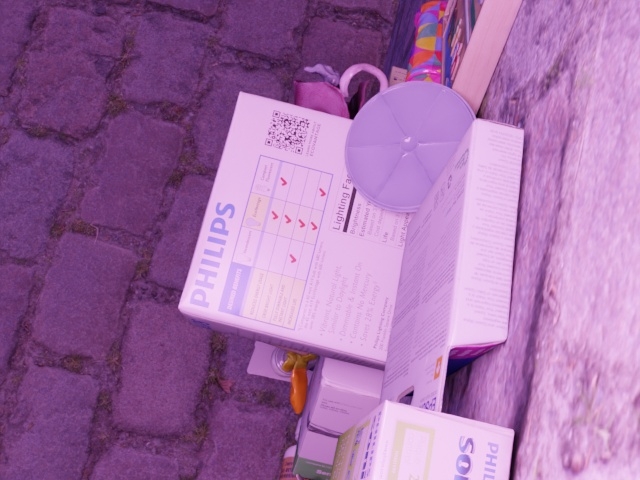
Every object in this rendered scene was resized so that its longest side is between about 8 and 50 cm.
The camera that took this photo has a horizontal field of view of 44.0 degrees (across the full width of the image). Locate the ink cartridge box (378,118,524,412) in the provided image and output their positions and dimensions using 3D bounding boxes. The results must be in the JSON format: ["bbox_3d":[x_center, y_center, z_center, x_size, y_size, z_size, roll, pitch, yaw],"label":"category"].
[{"bbox_3d":[0.145,0.077,0.934,0.324,0.071,0.330,111,169,-69],"label":"ink cartridge box"}]

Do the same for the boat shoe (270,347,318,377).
[{"bbox_3d":[-0.001,0.205,1.616,0.227,0.079,0.081,-23,-11,-37],"label":"boat shoe"}]

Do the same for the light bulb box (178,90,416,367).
[{"bbox_3d":[0.000,0.000,1.267,0.225,0.360,0.358,115,170,-77],"label":"light bulb box"}]

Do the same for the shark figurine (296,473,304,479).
[{"bbox_3d":[0.016,0.487,1.294,0.278,0.116,0.166,-61,-47,-67],"label":"shark figurine"}]

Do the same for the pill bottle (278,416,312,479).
[{"bbox_3d":[-0.019,0.489,1.637,0.131,0.131,0.229,108,176,-60],"label":"pill bottle"}]

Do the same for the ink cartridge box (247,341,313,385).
[{"bbox_3d":[-0.035,0.232,2.037,0.119,0.207,0.354,78,-154,-51],"label":"ink cartridge box"}]

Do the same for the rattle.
[{"bbox_3d":[-0.109,0.222,1.508,0.130,0.199,0.143,-78,4,-81],"label":"rattle"}]

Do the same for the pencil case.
[{"bbox_3d":[0.217,-0.359,1.531,0.104,0.104,0.236,107,178,-54],"label":"pencil case"}]

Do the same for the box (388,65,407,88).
[{"bbox_3d":[0.159,-0.182,1.598,0.214,0.117,0.243,108,176,-58],"label":"box"}]

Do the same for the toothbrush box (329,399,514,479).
[{"bbox_3d":[0.071,0.285,0.755,0.283,0.122,0.206,114,170,-69],"label":"toothbrush box"}]

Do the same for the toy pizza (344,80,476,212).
[{"bbox_3d":[0.133,-0.135,1.153,0.032,0.201,0.201,35,-113,-65],"label":"toy pizza"}]

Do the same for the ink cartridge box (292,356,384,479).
[{"bbox_3d":[0.043,0.284,1.471,0.211,0.121,0.289,-77,2,-47],"label":"ink cartridge box"}]

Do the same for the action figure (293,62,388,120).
[{"bbox_3d":[0.031,-0.144,1.563,0.275,0.248,0.370,3,91,45],"label":"action figure"}]

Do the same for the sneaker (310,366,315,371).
[{"bbox_3d":[0.018,0.195,1.796,0.083,0.098,0.224,104,177,-72],"label":"sneaker"}]

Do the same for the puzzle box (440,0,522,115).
[{"bbox_3d":[0.257,-0.390,1.276,0.409,0.052,0.272,-78,4,-51],"label":"puzzle box"}]
